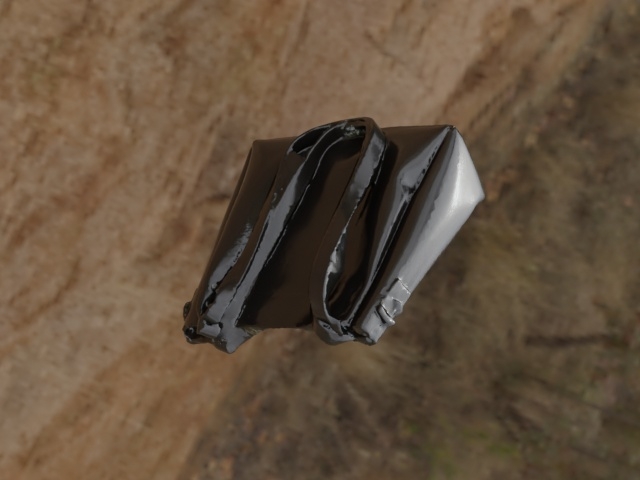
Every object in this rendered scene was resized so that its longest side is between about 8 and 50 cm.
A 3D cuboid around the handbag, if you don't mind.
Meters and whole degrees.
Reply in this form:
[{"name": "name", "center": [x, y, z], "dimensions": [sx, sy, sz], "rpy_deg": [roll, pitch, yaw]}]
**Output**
[{"name": "handbag", "center": [0.000, 0.000, 1.563], "dimensions": [0.113, 0.285, 0.257], "rpy_deg": [51, 54, -35]}]
